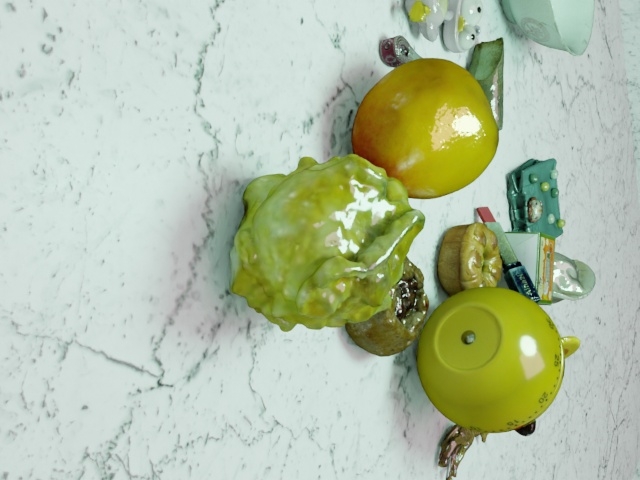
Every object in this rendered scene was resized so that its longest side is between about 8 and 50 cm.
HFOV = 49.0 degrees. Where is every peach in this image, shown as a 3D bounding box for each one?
[{"bbox_3d":[0.200,-0.227,1.447,0.307,0.289,0.289,-16,107,-12],"label":"peach"}]

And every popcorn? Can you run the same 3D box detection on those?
[{"bbox_3d":[0.015,0.010,1.169,0.312,0.312,0.313,-1,91,-53],"label":"popcorn"}]

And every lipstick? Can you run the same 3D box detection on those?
[{"bbox_3d":[0.498,0.034,1.889,0.051,0.051,0.312,96,-23,-63],"label":"lipstick"}]

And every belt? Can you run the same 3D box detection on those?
[{"bbox_3d":[0.217,-0.405,1.631,0.232,0.053,0.071,25,70,-50],"label":"belt"}]

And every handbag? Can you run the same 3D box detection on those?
[{"bbox_3d":[0.691,-0.114,2.224,0.274,0.100,0.269,-23,109,-51],"label":"handbag"}]

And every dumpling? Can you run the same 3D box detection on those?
[{"bbox_3d":[0.738,0.101,2.187,0.175,0.226,0.243,66,37,-51],"label":"dumpling"}]

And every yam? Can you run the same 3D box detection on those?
[{"bbox_3d":[0.446,-0.416,1.895,0.106,0.106,0.259,-5,94,-53],"label":"yam"}]

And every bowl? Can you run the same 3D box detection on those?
[{"bbox_3d":[0.658,-0.755,2.094,0.434,0.195,0.435,-1,92,-54],"label":"bowl"}]

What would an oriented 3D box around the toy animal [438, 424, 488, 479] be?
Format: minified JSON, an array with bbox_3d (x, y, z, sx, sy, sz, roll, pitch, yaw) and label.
[{"bbox_3d":[0.386,0.533,1.870,0.275,0.054,0.149,-31,117,-49],"label":"toy animal"}]

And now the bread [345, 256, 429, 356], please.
[{"bbox_3d":[0.145,0.133,1.487,0.230,0.122,0.230,-5,97,-51],"label":"bread"}]

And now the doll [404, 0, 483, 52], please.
[{"bbox_3d":[0.306,-0.554,1.716,0.365,0.094,0.160,-2,95,-52],"label":"doll"}]

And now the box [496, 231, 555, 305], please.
[{"bbox_3d":[0.550,0.078,1.975,0.148,0.177,0.195,12,81,-53],"label":"box"}]

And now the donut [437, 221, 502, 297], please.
[{"bbox_3d":[0.389,0.064,1.814,0.226,0.113,0.227,1,89,-54],"label":"donut"}]

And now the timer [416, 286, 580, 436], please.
[{"bbox_3d":[0.417,0.293,1.662,0.387,0.376,0.376,37,62,-50],"label":"timer"}]
